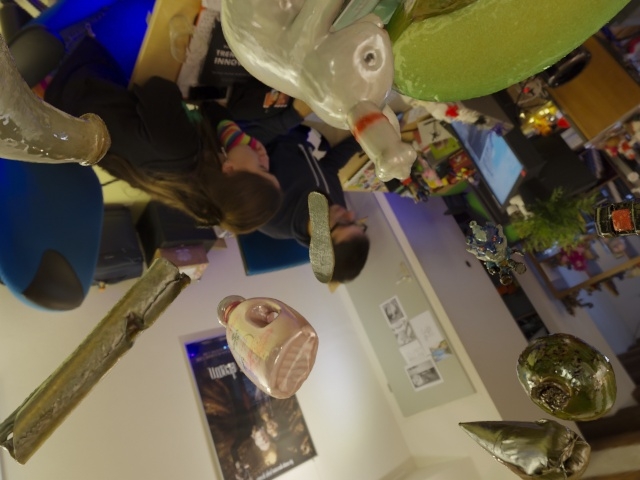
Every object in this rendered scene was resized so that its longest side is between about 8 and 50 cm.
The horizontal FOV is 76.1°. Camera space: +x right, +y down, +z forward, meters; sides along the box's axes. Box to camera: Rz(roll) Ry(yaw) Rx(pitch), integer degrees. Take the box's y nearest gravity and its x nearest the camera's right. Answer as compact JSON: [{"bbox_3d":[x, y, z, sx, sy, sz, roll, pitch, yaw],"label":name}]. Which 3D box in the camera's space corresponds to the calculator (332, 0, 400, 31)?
[{"bbox_3d":[0.016,-0.476,0.746,0.298,0.041,0.185,13,151,-30],"label":"calculator"}]

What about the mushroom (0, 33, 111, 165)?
[{"bbox_3d":[-0.294,-0.129,0.365,0.118,0.103,0.270,-14,174,-6],"label":"mushroom"}]

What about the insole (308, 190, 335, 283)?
[{"bbox_3d":[0.000,0.000,0.746,0.004,0.064,0.188,-31,127,-42],"label":"insole"}]

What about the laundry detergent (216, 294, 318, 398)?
[{"bbox_3d":[-0.130,0.190,0.851,0.088,0.335,0.159,32,82,-32],"label":"laundry detergent"}]

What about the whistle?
[{"bbox_3d":[-0.324,0.161,0.606,0.326,0.068,0.057,-52,159,-24],"label":"whistle"}]

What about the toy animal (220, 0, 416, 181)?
[{"bbox_3d":[0.020,-0.193,0.432,0.138,0.282,0.140,-58,164,27],"label":"toy animal"}]

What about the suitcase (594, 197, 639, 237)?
[{"bbox_3d":[0.638,-0.050,0.657,0.206,0.066,0.285,-5,178,-25],"label":"suitcase"}]

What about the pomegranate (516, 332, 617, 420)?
[{"bbox_3d":[0.348,0.192,0.582,0.130,0.130,0.130,-21,160,-8],"label":"pomegranate"}]

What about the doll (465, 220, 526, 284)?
[{"bbox_3d":[0.396,0.017,0.946,0.096,0.195,0.070,-41,126,19],"label":"doll"}]

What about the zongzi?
[{"bbox_3d":[0.333,0.338,0.701,0.094,0.204,0.205,-53,143,-21],"label":"zongzi"}]

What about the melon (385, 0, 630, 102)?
[{"bbox_3d":[0.248,-0.396,0.661,0.343,0.331,0.226,-37,173,38],"label":"melon"}]
